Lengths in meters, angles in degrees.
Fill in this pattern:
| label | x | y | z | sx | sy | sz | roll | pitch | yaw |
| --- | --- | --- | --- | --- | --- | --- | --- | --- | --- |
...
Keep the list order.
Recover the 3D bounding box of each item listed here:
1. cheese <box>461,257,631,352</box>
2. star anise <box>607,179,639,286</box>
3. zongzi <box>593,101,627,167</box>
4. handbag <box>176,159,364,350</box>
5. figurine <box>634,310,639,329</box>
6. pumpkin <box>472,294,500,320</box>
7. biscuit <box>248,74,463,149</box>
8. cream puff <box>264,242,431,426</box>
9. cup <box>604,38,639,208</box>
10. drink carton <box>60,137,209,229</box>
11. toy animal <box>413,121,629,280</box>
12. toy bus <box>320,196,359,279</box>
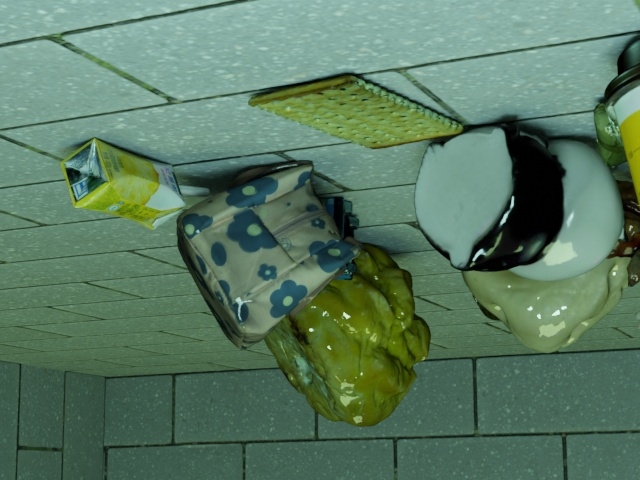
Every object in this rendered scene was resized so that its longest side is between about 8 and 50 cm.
| label | x | y | z | sx | sy | sz | roll | pitch | yaw |
| --- | --- | --- | --- | --- | --- | --- | --- | --- | --- |
| cheese | 0.300 | 0.036 | 1.754 | 0.235 | 0.218 | 0.117 | -11 | 161 | 21 |
| star anise | 0.415 | -0.005 | 1.646 | 0.212 | 0.111 | 0.196 | 28 | -162 | 6 |
| zongzi | 0.348 | -0.126 | 1.394 | 0.113 | 0.052 | 0.104 | -16 | 160 | 9 |
| handbag | -0.068 | 0.016 | 1.682 | 0.193 | 0.190 | 0.251 | -28 | 173 | -9 |
| figurine | 0.703 | 0.062 | 1.901 | 0.377 | 0.266 | 0.361 | -38 | 163 | 34 |
| pumpkin | 0.301 | 0.057 | 2.082 | 0.130 | 0.126 | 0.248 | -10 | 165 | 32 |
| biscuit | 0.045 | -0.134 | 1.406 | 0.139 | 0.016 | 0.231 | -8 | 166 | 36 |
| cream puff | 0.052 | 0.123 | 2.108 | 0.257 | 0.324 | 0.291 | -33 | -161 | -21 |
| cup | 0.367 | -0.052 | 1.184 | 0.196 | 0.280 | 0.196 | -6 | 166 | -1 |
| drink carton | -0.219 | -0.063 | 1.596 | 0.074 | 0.084 | 0.200 | -34 | 154 | 22 |
| toy animal | 0.239 | -0.038 | 1.517 | 0.235 | 0.165 | 0.187 | 6 | 170 | -38 |
| toy bus | 0.000 | 0.000 | 1.890 | 0.106 | 0.090 | 0.185 | -1 | 167 | 6 |
